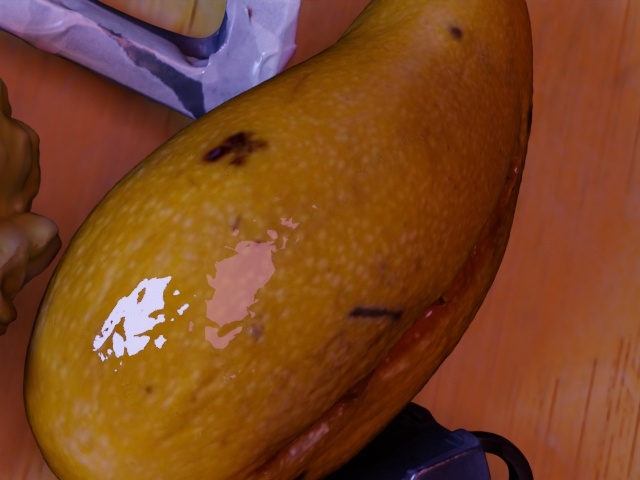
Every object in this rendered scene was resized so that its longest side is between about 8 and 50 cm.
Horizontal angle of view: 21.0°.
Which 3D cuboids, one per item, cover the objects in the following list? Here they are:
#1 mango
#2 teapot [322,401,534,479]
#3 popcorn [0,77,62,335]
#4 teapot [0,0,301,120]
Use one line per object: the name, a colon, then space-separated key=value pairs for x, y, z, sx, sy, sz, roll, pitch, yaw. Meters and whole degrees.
mango: x=0.004 y=0.003 z=0.713 sx=0.120 sy=0.177 sz=0.295 roll=32 pitch=64 yaw=33
teapot: x=0.017 y=0.142 z=0.748 sx=0.177 sy=0.087 sz=0.096 roll=-23 pitch=104 yaw=-16
popcorn: x=-0.206 y=0.000 z=0.659 sx=0.189 sy=0.169 sz=0.218 roll=41 pitch=85 yaw=-1
teapot: x=-0.070 y=-0.185 z=0.748 sx=0.178 sy=0.221 sz=0.163 roll=13 pitch=41 yaw=-4
